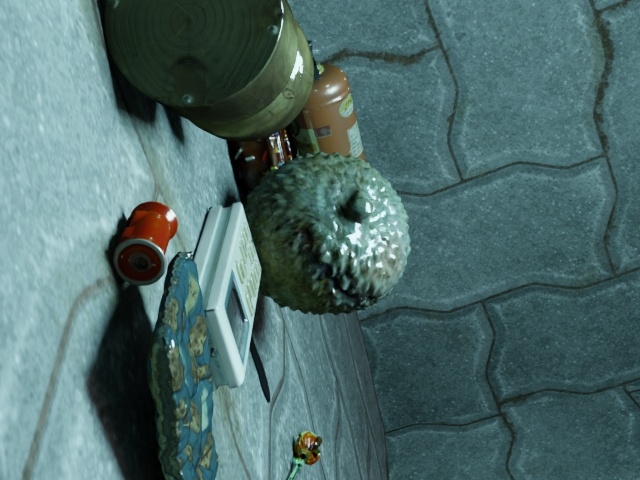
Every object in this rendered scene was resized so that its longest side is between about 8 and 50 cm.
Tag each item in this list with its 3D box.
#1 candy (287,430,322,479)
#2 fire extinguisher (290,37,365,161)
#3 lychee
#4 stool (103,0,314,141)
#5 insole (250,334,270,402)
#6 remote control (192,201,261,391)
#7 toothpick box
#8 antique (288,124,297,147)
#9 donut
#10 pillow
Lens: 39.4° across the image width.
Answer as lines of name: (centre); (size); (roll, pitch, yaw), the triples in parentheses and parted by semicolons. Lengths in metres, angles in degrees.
candy: (-0.034, 0.352, 1.408); (0.185, 0.049, 0.055); (-37, 109, -74)
fire extinguisher: (-0.004, -0.199, 1.554); (0.200, 0.113, 0.376); (43, -25, 51)
lychee: (0.000, 0.000, 1.301); (0.274, 0.255, 0.255); (-42, -131, 48)
stool: (-0.109, -0.212, 0.983); (0.264, 0.179, 0.179); (4, 75, -84)
insole: (-0.090, 0.183, 1.306); (0.045, 0.002, 0.135); (-95, 172, -56)
remote control: (-0.112, 0.056, 1.065); (0.277, 0.056, 0.102); (-90, 167, -64)
toothpick box: (-0.155, 0.000, 0.798); (0.083, 0.047, 0.047); (-92, 169, -63)
antique: (-0.088, -0.288, 1.641); (0.143, 0.121, 0.256); (-16, 95, -77)
donut: (-0.092, -0.149, 1.479); (0.235, 0.089, 0.235); (-11, 90, -85)
pillow: (-0.116, 0.152, 0.788); (0.189, 0.034, 0.255); (-88, 174, -68)
